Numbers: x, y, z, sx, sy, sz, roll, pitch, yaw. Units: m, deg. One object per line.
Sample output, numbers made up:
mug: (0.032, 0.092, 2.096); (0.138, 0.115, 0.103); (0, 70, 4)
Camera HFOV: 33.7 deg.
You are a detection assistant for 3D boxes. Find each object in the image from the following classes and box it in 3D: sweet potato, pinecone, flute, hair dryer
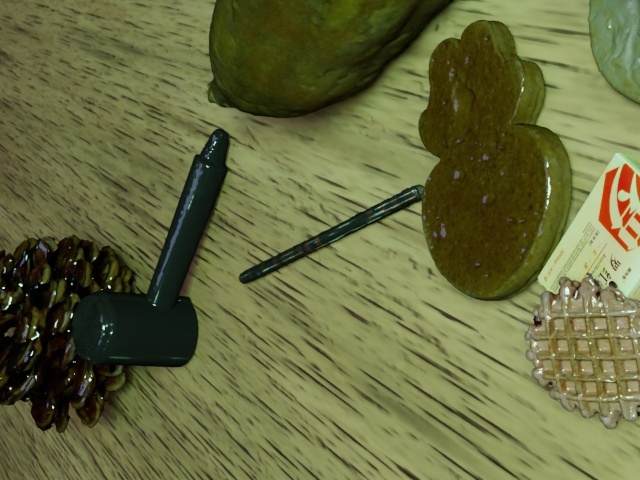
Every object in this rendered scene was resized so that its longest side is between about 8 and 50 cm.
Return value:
sweet potato: (0.013, -0.183, 0.716); (0.370, 0.157, 0.158); (123, 139, -55)
pinecone: (-0.311, 0.093, 1.156); (0.221, 0.221, 0.221); (-8, 80, 58)
flute: (0.000, 0.000, 0.839); (0.269, 0.014, 0.014); (-27, 65, 54)
hair dryer: (-0.146, 0.009, 1.000); (0.070, 0.114, 0.248); (38, 112, 43)

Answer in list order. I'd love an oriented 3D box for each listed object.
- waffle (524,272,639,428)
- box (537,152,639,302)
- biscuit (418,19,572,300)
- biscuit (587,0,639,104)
waffle: (0.148, 0.060, 0.562); (0.083, 0.029, 0.075); (35, 123, 24)
box: (0.159, 0.006, 0.578); (0.058, 0.015, 0.093); (57, 134, 40)
biscuit: (0.106, -0.050, 0.660); (0.124, 0.026, 0.175); (-22, 69, 54)
biscuit: (0.184, -0.127, 0.551); (0.120, 0.015, 0.120); (-10, 79, 58)
